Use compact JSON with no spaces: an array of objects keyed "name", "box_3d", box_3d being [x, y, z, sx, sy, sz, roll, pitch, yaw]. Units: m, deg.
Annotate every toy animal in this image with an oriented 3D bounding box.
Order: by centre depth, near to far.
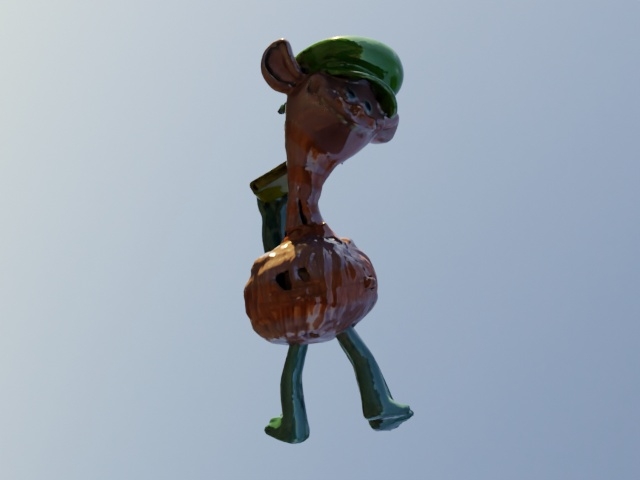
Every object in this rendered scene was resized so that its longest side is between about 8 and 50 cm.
[{"name":"toy animal","box_3d":[0.000,0.000,0.798,0.103,0.100,0.208,-24,-112,60]}]
